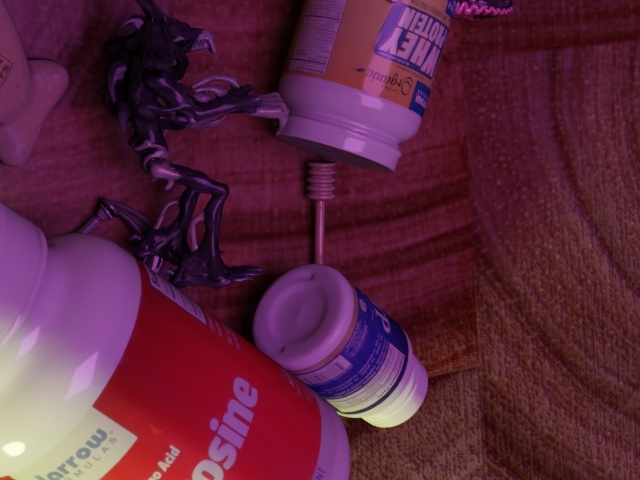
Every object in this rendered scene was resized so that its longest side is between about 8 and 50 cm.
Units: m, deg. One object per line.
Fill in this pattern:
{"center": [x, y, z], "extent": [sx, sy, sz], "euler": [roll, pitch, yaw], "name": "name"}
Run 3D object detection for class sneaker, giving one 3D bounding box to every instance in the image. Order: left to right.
{"center": [0.151, -0.259, 1.649], "extent": [0.119, 0.047, 0.057], "euler": [1, 85, -32], "name": "sneaker"}

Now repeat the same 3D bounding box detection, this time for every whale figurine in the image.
{"center": [-0.332, -0.163, 1.336], "extent": [0.272, 0.141, 0.216], "euler": [35, 78, -55], "name": "whale figurine"}

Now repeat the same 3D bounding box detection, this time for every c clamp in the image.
{"center": [-0.223, 0.021, 1.471], "extent": [0.160, 0.022, 0.137], "euler": [-41, 115, -20], "name": "c clamp"}

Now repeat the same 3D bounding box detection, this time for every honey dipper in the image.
{"center": [0.000, 0.000, 1.599], "extent": [0.030, 0.030, 0.161], "euler": [-5, 101, -30], "name": "honey dipper"}

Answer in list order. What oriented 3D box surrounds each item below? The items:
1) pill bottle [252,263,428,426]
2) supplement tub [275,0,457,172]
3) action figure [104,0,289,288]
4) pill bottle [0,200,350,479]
{"center": [0.026, 0.111, 1.570], "extent": [0.186, 0.112, 0.112], "euler": [42, 74, -46], "name": "pill bottle"}
{"center": [0.042, -0.178, 1.532], "extent": [0.144, 0.144, 0.200], "euler": [18, 87, -32], "name": "supplement tub"}
{"center": [-0.119, -0.103, 1.439], "extent": [0.141, 0.164, 0.276], "euler": [-15, 109, -26], "name": "action figure"}
{"center": [-0.183, 0.140, 1.382], "extent": [0.407, 0.229, 0.229], "euler": [39, 77, -32], "name": "pill bottle"}
